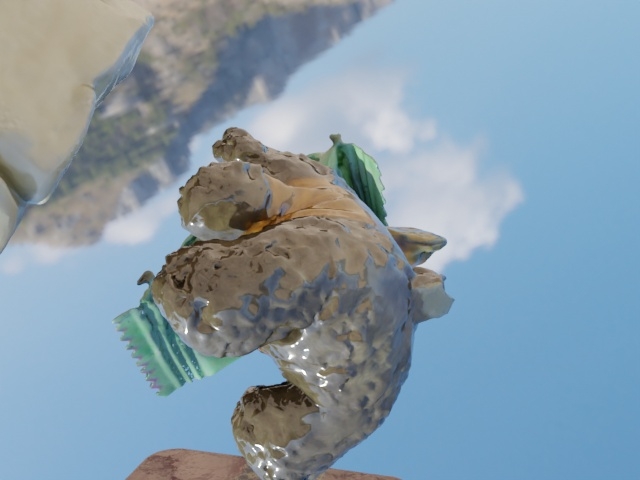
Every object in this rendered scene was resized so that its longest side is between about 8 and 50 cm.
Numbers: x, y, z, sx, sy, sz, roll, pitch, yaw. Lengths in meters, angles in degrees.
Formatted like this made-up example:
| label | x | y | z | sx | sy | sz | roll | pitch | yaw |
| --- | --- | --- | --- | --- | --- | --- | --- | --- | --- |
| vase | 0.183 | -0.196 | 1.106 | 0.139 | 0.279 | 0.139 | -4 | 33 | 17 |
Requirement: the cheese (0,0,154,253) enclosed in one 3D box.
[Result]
| label | x | y | z | sx | sy | sz | roll | pitch | yaw |
| --- | --- | --- | --- | --- | --- | --- | --- | --- | --- |
| cheese | -0.259 | -0.054 | 0.851 | 0.332 | 0.153 | 0.292 | -46 | -163 | 20 |

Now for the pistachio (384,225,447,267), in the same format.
| label | x | y | z | sx | sy | sz | roll | pitch | yaw |
| --- | --- | --- | --- | --- | --- | --- | --- | --- | --- |
| pistachio | 0.000 | 0.000 | 0.931 | 0.173 | 0.049 | 0.089 | 14 | -175 | -10 |

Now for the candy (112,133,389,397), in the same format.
| label | x | y | z | sx | sy | sz | roll | pitch | yaw |
| --- | --- | --- | --- | --- | --- | --- | --- | --- | --- |
| candy | -0.085 | 0.052 | 1.811 | 0.398 | 0.263 | 0.172 | -37 | -130 | -10 |

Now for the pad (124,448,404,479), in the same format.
| label | x | y | z | sx | sy | sz | roll | pitch | yaw |
| --- | --- | --- | --- | --- | --- | --- | --- | --- | --- |
| pad | -0.064 | 0.237 | 1.195 | 0.267 | 0.004 | 0.181 | 4 | -160 | 20 |

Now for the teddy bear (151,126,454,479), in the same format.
| label | x | y | z | sx | sy | sz | roll | pitch | yaw |
| --- | --- | --- | --- | --- | --- | --- | --- | --- | --- |
| teddy bear | -0.013 | 0.019 | 0.743 | 0.140 | 0.177 | 0.190 | -26 | -145 | 0 |
